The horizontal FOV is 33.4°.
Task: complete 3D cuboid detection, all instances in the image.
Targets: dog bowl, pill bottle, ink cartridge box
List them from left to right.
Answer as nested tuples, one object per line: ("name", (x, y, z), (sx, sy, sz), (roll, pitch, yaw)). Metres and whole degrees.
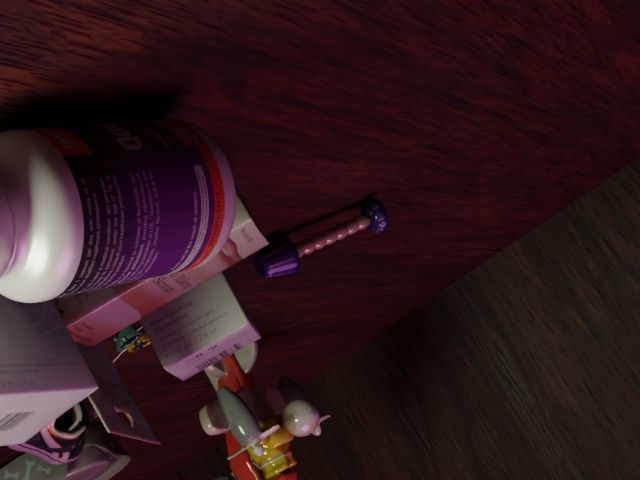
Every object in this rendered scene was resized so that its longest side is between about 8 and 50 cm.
("dog bowl", (-0.630, 0.556, 2.536), (0.349, 0.102, 0.349), (-29, 165, -9))
("ink cartridge box", (-0.354, 0.194, 1.562), (0.066, 0.261, 0.296), (-31, 165, -3))
("pill bottle", (-0.256, -0.035, 1.156), (0.323, 0.181, 0.181), (-12, 157, -51))

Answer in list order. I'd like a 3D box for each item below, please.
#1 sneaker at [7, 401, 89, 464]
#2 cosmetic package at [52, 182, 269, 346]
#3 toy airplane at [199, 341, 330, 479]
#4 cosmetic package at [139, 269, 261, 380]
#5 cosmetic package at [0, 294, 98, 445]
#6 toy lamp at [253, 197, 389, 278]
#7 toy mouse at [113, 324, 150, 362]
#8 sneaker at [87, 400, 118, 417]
("sneaker", (-0.504, 0.358, 2.079), (0.127, 0.126, 0.321), (-25, 164, 3))
("cosmetic package", (-0.235, 0.012, 1.457), (0.296, 0.129, 0.153), (-31, 164, 1))
("toy airplane", (-0.132, 0.397, 2.462), (0.272, 0.384, 0.386), (-13, -144, 23))
("cosmetic package", (-0.207, 0.101, 1.694), (0.151, 0.183, 0.151), (-30, 166, -3))
("cosmetic package", (-0.416, 0.118, 1.265), (0.138, 0.224, 0.224), (-36, 165, 12))
("toy lamp", (0.000, 0.000, 1.979), (0.275, 0.080, 0.080), (-22, 163, -30))
("toy mouse", (-0.327, 0.164, 1.969), (0.161, 0.031, 0.143), (-27, 165, -14))
("sneaker", (-0.456, 0.343, 2.259), (0.076, 0.065, 0.166), (-21, 162, -18))
